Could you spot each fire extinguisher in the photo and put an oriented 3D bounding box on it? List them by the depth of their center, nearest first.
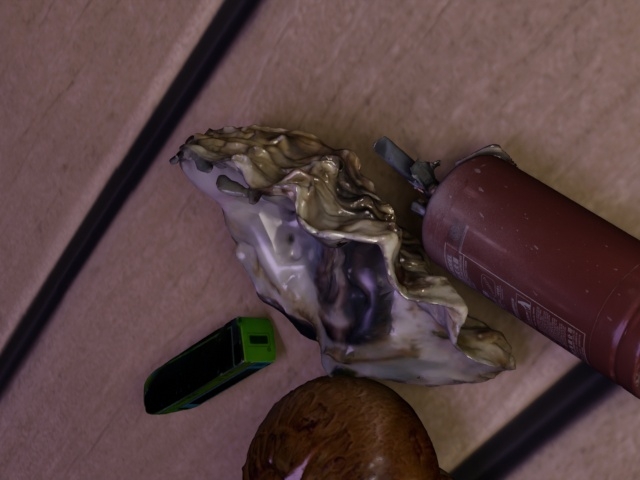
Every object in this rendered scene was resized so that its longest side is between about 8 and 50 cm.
[{"bbox_3d":[0.151,0.006,1.316,0.269,0.105,0.105,36,133,37],"label":"fire extinguisher"}]

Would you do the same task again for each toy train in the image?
[{"bbox_3d":[-0.105,0.123,1.750,0.209,0.042,0.044,-33,58,55],"label":"toy train"}]

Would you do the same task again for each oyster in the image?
[{"bbox_3d":[0.001,-0.001,1.481,0.351,0.115,0.238,37,160,50],"label":"oyster"}]

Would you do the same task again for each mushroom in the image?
[{"bbox_3d":[0.029,0.234,1.557,0.253,0.153,0.253,42,142,44],"label":"mushroom"}]
